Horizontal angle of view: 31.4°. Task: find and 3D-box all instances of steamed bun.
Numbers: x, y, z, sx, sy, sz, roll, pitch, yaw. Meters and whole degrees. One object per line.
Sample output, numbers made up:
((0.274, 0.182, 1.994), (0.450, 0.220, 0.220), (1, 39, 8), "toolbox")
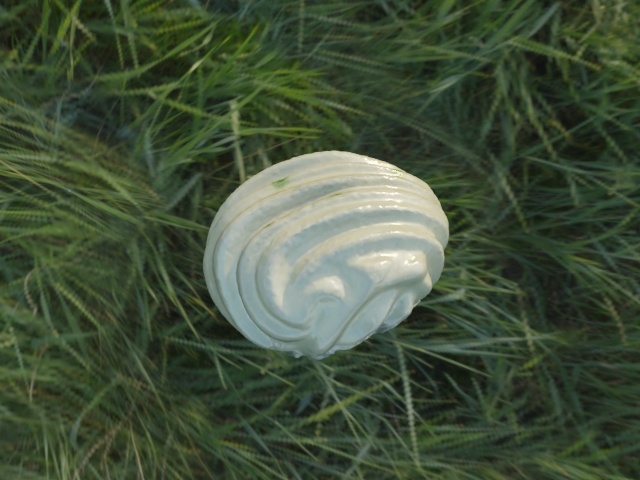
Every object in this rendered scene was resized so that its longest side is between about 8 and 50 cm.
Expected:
((0.000, 0.000, 0.818), (0.183, 0.183, 0.106), (-26, 116, -10), "steamed bun")
